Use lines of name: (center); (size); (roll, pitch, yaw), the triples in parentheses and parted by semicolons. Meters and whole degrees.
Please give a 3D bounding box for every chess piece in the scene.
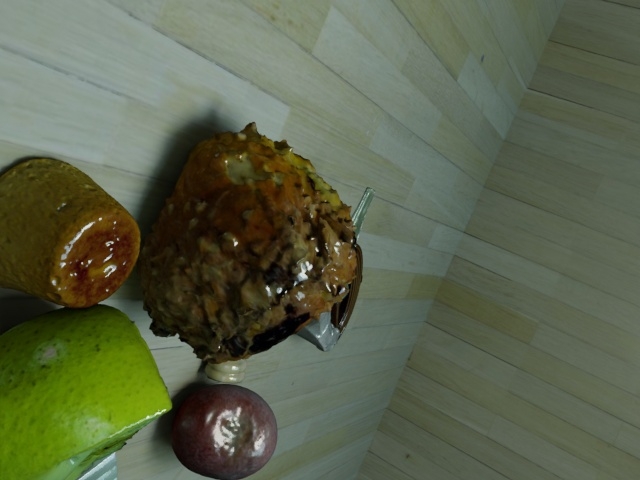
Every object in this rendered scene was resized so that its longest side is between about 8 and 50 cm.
chess piece: (-0.196, 0.225, 1.485); (0.094, 0.094, 0.171); (-8, 116, -61)

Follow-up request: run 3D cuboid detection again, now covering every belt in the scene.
belt: (0.014, 0.138, 1.773); (0.217, 0.122, 0.339); (-39, 145, -46)

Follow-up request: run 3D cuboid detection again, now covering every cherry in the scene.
cherry: (-0.219, 0.424, 1.484); (0.239, 0.239, 0.206); (29, 64, -65)

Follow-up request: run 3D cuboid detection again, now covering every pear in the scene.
pear: (-0.408, 0.242, 0.915); (0.318, 0.239, 0.342); (-22, 167, -38)

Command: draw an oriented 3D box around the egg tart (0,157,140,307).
egg tart: (-0.348, 0.004, 0.905); (0.202, 0.147, 0.203); (-45, 151, -34)

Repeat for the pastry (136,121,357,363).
pastry: (-0.113, 0.021, 1.163); (0.405, 0.337, 0.292); (-65, 163, 0)

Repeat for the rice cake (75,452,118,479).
rice cake: (-0.474, 0.490, 1.228); (0.237, 0.043, 0.127); (-33, 140, -46)

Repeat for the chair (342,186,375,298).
chair: (0.000, 0.000, 1.531); (0.190, 0.203, 0.275); (45, 67, -76)
